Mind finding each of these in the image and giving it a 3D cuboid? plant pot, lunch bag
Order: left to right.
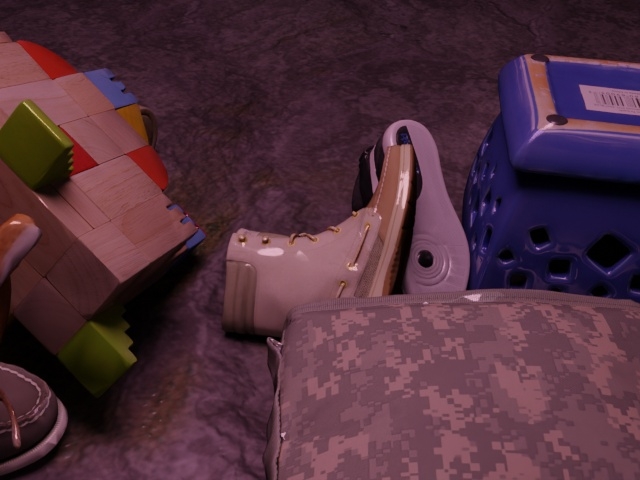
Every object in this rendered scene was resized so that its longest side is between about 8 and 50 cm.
[{"bbox_3d":[0.099,0.157,0.567,0.286,0.169,0.235,6,36,-4],"label":"lunch bag"},{"bbox_3d":[0.276,-0.055,0.833,0.235,0.212,0.236,7,36,4],"label":"plant pot"}]

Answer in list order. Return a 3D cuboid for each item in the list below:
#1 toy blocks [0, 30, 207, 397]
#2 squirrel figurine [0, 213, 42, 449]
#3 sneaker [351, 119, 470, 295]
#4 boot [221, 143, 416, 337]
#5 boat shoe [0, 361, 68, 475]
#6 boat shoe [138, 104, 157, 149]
[{"bbox_3d":[-0.245,-0.077,0.742,0.381,0.191,0.261,46,23,-2],"label":"toy blocks"},{"bbox_3d":[-0.293,0.096,0.409,0.281,0.397,0.370,6,51,14],"label":"squirrel figurine"},{"bbox_3d":[0.089,-0.006,0.868,0.079,0.121,0.217,2,69,-22],"label":"sneaker"},{"bbox_3d":[0.000,0.000,0.771,0.165,0.213,0.077,12,-8,15],"label":"boot"},{"bbox_3d":[-0.355,0.118,0.639,0.304,0.091,0.109,5,36,1],"label":"boat shoe"},{"bbox_3d":[-0.319,-0.091,0.920,0.103,0.113,0.302,20,29,23],"label":"boat shoe"}]
